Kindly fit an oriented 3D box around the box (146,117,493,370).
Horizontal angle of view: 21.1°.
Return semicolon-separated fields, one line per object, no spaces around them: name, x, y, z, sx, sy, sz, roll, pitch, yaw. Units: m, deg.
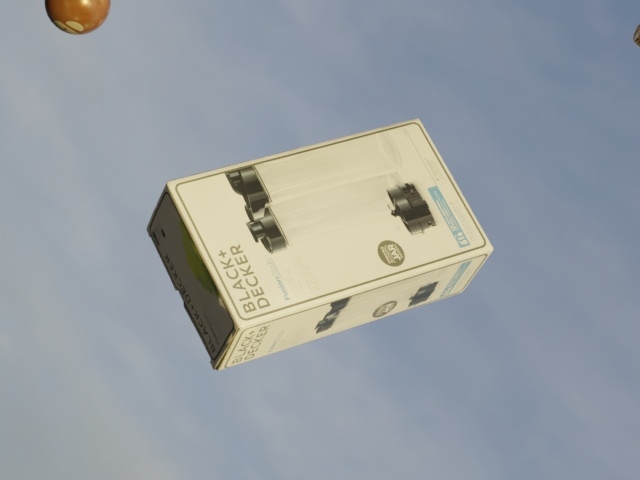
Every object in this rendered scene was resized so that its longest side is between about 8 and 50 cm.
box;0.000;0.000;1.659;0.169;0.290;0.087;63;-30;21

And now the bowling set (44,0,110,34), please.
bowling set;-0.222;-0.246;1.325;0.287;0.154;0.200;18;-63;47

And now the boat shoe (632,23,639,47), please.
boat shoe;0.296;-0.223;1.449;0.059;0.063;0.170;23;-36;-2
